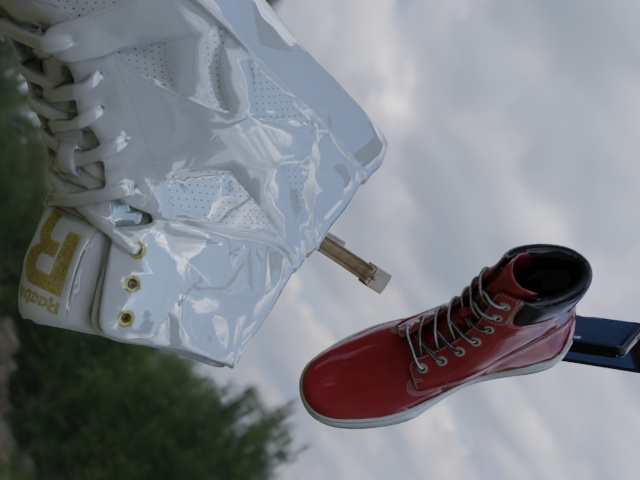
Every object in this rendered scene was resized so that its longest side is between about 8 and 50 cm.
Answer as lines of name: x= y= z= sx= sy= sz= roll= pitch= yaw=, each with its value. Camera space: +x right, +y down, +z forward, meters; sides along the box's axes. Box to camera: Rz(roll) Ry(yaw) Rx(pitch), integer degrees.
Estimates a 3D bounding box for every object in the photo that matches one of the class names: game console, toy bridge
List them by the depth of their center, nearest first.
game console: x=0.255 y=0.112 z=1.468 sx=0.122 sy=0.107 sz=0.071 roll=6 pitch=-69 yaw=28
toy bridge: x=0.000 y=0.000 z=1.618 sx=0.188 sy=0.026 sz=0.063 roll=34 pitch=2 yaw=42

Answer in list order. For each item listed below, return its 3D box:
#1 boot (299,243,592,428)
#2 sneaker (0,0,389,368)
boot: x=0.098 y=0.072 z=1.213 sx=0.176 sy=0.244 sz=0.088 roll=88 pitch=-16 yaw=-66
sneaker: x=-0.094 y=-0.044 z=0.654 sx=0.108 sy=0.169 sz=0.292 roll=23 pitch=-12 yaw=46
